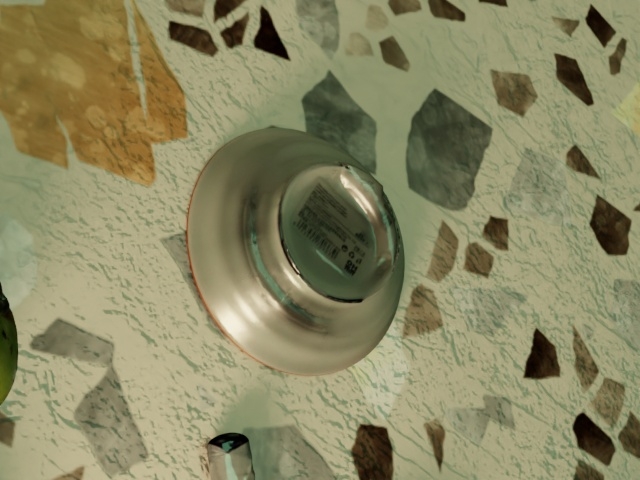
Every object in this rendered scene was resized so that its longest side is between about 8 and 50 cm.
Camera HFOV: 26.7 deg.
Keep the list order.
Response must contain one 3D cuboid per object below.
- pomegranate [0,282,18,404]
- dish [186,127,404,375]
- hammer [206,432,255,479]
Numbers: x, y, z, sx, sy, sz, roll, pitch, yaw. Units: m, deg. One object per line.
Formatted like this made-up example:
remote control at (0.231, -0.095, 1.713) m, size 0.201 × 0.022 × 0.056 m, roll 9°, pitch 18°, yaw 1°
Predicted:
pomegranate at (-0.340, 0.085, 1.037) m, size 0.210 × 0.180 × 0.179 m, roll -22°, pitch 88°, yaw -10°
dish at (0.000, 0.000, 1.341) m, size 0.260 × 0.085 × 0.260 m, roll 12°, pitch 68°, yaw -32°
hammer at (-0.048, 0.385, 1.211) m, size 0.152 × 0.044 × 0.426 m, roll 2°, pitch 72°, yaw -34°
